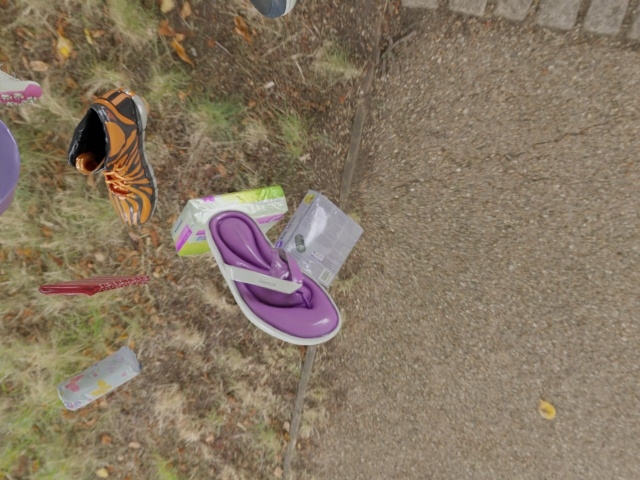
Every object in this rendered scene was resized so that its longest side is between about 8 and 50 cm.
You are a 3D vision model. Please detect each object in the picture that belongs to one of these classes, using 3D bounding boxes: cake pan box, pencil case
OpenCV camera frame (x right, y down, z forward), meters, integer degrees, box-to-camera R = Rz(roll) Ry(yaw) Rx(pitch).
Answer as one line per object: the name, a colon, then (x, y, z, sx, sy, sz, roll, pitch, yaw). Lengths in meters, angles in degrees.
cake pan box: (0.000, 0.000, 1.675, 0.267, 0.070, 0.245, 36, 83, -38)
pencil case: (-0.786, 0.488, 1.773, 0.273, 0.124, 0.113, -31, 131, -9)

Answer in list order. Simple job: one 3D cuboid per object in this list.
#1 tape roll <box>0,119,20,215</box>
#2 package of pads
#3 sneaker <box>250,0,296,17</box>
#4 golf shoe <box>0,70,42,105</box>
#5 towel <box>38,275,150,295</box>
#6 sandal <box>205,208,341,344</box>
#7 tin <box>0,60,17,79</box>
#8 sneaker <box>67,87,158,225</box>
tape roll: (-0.537, -0.106, 0.707, 0.189, 0.080, 0.188, 9, 74, -31)
package of pads: (-0.270, -0.055, 1.462, 0.297, 0.229, 0.101, -13, 75, -34)
sneaker: (-0.124, -0.255, 0.424, 0.086, 0.226, 0.163, 28, 73, 41)
golf shoe: (-0.987, -0.477, 1.497, 0.307, 0.115, 0.140, 0, 91, 10)
towel: (-0.691, 0.137, 1.543, 0.199, 0.275, 0.031, -1, 92, 16)
sandal: (-0.122, 0.058, 1.050, 0.169, 0.102, 0.416, -30, 57, -30)
tin: (-1.061, -0.541, 1.678, 0.040, 0.189, 0.106, -7, 122, -18)
sneaker: (-0.446, -0.148, 1.054, 0.125, 0.180, 0.320, 6, 122, 8)
